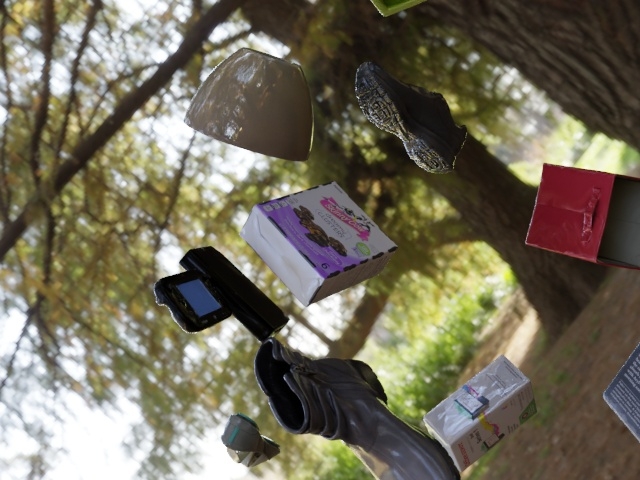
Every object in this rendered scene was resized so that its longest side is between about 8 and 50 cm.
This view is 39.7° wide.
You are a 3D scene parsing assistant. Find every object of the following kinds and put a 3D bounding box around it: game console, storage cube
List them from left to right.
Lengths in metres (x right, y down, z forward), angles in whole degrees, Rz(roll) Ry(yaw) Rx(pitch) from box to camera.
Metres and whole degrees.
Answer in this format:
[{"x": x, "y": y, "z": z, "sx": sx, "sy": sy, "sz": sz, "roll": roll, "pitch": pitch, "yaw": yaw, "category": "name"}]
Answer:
[{"x": -0.176, "y": 0.102, "z": 1.524, "sx": 0.044, "sy": 0.213, "sz": 0.361, "roll": -49, "pitch": -7, "yaw": 11, "category": "game console"}, {"x": 0.576, "y": -0.050, "z": 1.845, "sx": 0.215, "sy": 0.193, "sz": 0.183, "roll": 7, "pitch": -83, "yaw": -36, "category": "storage cube"}]

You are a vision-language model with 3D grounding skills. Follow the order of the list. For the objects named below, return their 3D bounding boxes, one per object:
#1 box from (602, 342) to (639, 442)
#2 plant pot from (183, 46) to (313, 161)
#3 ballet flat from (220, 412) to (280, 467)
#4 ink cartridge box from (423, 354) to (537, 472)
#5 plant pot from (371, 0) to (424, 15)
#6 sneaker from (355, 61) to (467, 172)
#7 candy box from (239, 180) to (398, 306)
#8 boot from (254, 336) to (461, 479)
[{"x": 0.847, "y": 0.259, "z": 1.864, "sx": 0.294, "sy": 0.212, "sz": 0.395, "roll": 6, "pitch": -56, "yaw": -31, "category": "box"}, {"x": -0.133, "y": -0.306, "z": 1.912, "sx": 0.284, "sy": 0.284, "sz": 0.190, "roll": -26, "pitch": -45, "yaw": -73, "category": "plant pot"}, {"x": -0.122, "y": 0.343, "z": 1.482, "sx": 0.068, "sy": 0.072, "sz": 0.213, "roll": -62, "pitch": -21, "yaw": -18, "category": "ballet flat"}, {"x": 0.431, "y": 0.467, "z": 2.379, "sx": 0.278, "sy": 0.117, "sz": 0.201, "roll": -37, "pitch": -38, "yaw": -8, "category": "ink cartridge box"}, {"x": 0.178, "y": -0.644, "z": 1.839, "sx": 0.228, "sy": 0.227, "sz": 0.207, "roll": -17, "pitch": 48, "yaw": 25, "category": "plant pot"}, {"x": 0.186, "y": -0.268, "z": 1.812, "sx": 0.130, "sy": 0.286, "sz": 0.109, "roll": -56, "pitch": 24, "yaw": -21, "category": "sneaker"}, {"x": 0.000, "y": 0.000, "z": 1.398, "sx": 0.196, "sy": 0.165, "sz": 0.070, "roll": -21, "pitch": -29, "yaw": -48, "category": "candy box"}, {"x": 0.041, "y": 0.285, "z": 1.301, "sx": 0.223, "sy": 0.338, "sz": 0.118, "roll": 20, "pitch": -74, "yaw": -45, "category": "boot"}]
